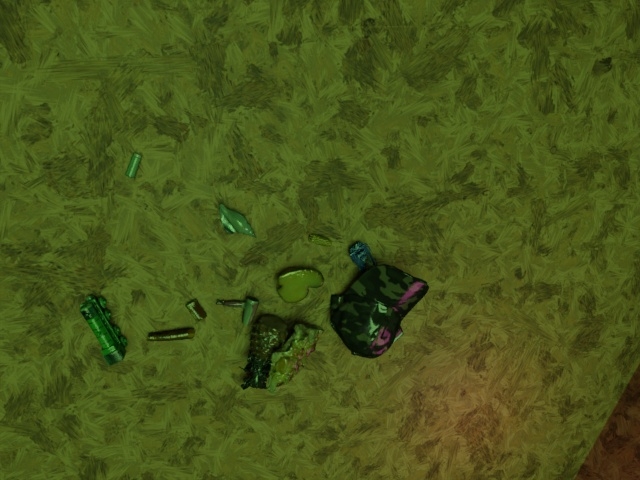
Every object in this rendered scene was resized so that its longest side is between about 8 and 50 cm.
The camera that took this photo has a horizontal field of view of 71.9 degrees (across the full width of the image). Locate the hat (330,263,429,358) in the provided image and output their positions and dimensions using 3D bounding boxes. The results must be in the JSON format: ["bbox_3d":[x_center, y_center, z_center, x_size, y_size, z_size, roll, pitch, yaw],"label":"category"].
[{"bbox_3d":[0.243,0.291,1.731,0.367,0.381,0.257,23,54,-17],"label":"hat"}]

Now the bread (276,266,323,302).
[{"bbox_3d":[-0.082,0.167,1.725,0.188,0.065,0.149,-8,115,-16],"label":"bread"}]

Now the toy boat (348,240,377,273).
[{"bbox_3d":[0.185,0.091,1.747,0.091,0.110,0.174,-35,110,-7],"label":"toy boat"}]

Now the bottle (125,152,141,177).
[{"bbox_3d":[-0.632,-0.254,1.494,0.031,0.030,0.083,21,96,-18],"label":"bottle"}]

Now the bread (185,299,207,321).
[{"bbox_3d":[-0.466,0.263,1.655,0.047,0.036,0.083,-35,109,-21],"label":"bread"}]

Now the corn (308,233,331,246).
[{"bbox_3d":[0.000,0.000,1.716,0.093,0.037,0.037,17,98,-20],"label":"corn"}]

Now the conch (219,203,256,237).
[{"bbox_3d":[-0.306,-0.064,1.614,0.180,0.088,0.065,41,47,-13],"label":"conch"}]

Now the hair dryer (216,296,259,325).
[{"bbox_3d":[-0.322,0.255,1.692,0.154,0.054,0.106,19,102,-8],"label":"hair dryer"}]

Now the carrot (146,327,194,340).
[{"bbox_3d":[-0.560,0.354,1.651,0.171,0.042,0.042,-3,103,-11],"label":"carrot"}]

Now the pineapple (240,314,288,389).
[{"bbox_3d":[-0.232,0.448,1.710,0.170,0.141,0.309,3,112,-45],"label":"pineapple"}]

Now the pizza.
[{"bbox_3d":[-0.092,0.434,1.686,0.323,0.090,0.223,-49,152,-25],"label":"pizza"}]

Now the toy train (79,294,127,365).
[{"bbox_3d":[-0.761,0.312,1.546,0.085,0.119,0.251,-24,109,-7],"label":"toy train"}]
